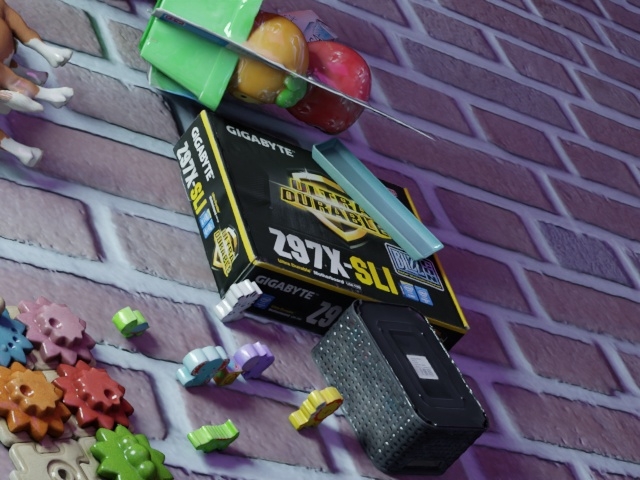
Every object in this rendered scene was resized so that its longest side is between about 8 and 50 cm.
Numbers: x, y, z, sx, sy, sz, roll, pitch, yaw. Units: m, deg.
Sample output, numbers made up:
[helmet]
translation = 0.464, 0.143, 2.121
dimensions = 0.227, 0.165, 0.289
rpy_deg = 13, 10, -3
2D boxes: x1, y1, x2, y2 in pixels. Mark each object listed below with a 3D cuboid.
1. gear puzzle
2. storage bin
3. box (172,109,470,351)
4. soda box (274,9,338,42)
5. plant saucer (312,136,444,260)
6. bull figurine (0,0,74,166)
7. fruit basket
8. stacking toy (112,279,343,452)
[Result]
[gear puzzle]
translation = -0.211, 0.174, 1.581
dimensions = 0.175, 0.044, 0.339
rpy_deg = 2, 46, -50
[storage bin]
translation = 0.086, 0.160, 1.936
dimensions = 0.122, 0.084, 0.180
rpy_deg = 9, 40, -46
[box]
translation = 0.000, 0.000, 2.073
dimensions = 0.322, 0.079, 0.257
rpy_deg = 20, 35, -35
[soda box]
translation = -0.051, -0.271, 2.427
dimensions = 0.063, 0.058, 0.183
rpy_deg = 47, 29, 12
[plant saucer]
translation = 0.066, -0.048, 2.128
dimensions = 0.192, 0.018, 0.067
rpy_deg = 45, 27, 10
[bull figurine]
translation = -0.362, -0.208, 1.896
dimensions = 0.188, 0.101, 0.310
rpy_deg = 30, 29, -23
[fruit basket]
translation = -0.049, -0.195, 2.133
dimensions = 0.353, 0.165, 0.327
rpy_deg = 29, 4, -11
[stacking toy]
translation = -0.093, 0.124, 1.798
dimensions = 0.221, 0.052, 0.167
rpy_deg = -5, 51, -53
